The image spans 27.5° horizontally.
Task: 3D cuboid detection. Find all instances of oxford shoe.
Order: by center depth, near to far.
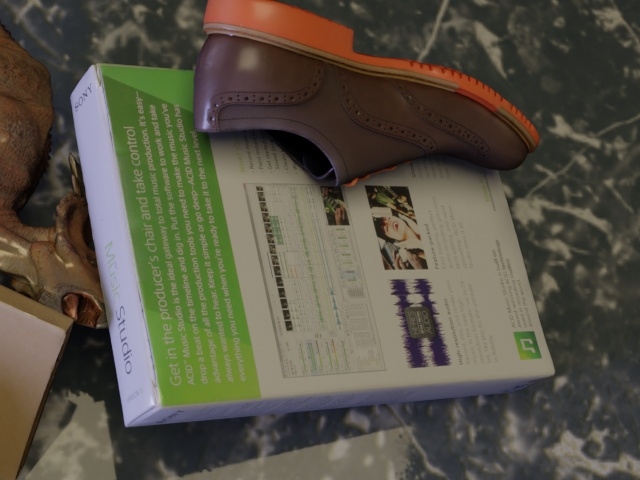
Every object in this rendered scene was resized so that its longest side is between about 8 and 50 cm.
[{"bbox_3d":[0.031,-0.079,0.881,0.271,0.097,0.098,16,88,-30],"label":"oxford shoe"}]

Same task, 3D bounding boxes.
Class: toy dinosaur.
[{"bbox_3d":[-0.224,-0.069,0.897,0.200,0.127,0.295,11,64,-28],"label":"toy dinosaur"}]

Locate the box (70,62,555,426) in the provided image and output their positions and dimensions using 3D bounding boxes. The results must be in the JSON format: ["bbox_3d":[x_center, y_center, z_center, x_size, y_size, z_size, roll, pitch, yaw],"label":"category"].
[{"bbox_3d":[0.000,0.000,0.899,0.322,0.058,0.232,1,68,-35],"label":"box"}]

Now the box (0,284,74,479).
[{"bbox_3d":[-0.270,0.065,0.843,0.201,0.164,0.021,26,40,-1],"label":"box"}]
